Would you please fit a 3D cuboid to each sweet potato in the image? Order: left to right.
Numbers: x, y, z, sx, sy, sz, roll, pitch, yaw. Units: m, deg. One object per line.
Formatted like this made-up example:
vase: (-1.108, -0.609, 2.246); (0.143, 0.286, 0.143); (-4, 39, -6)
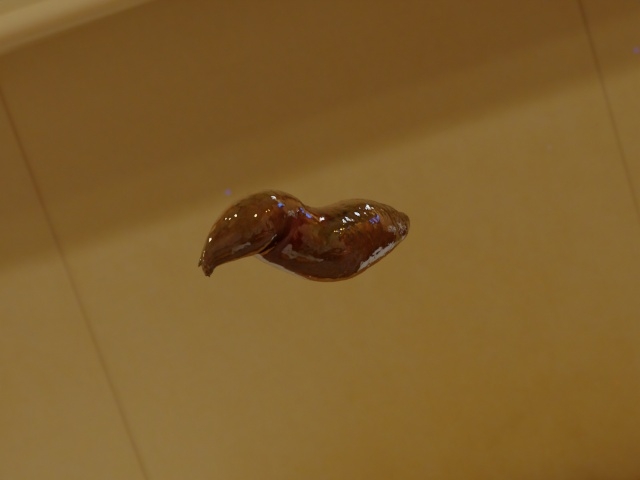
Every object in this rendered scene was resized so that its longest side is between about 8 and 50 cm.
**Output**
sweet potato: (0.001, -0.002, 0.832); (0.058, 0.055, 0.202); (31, 19, 35)
